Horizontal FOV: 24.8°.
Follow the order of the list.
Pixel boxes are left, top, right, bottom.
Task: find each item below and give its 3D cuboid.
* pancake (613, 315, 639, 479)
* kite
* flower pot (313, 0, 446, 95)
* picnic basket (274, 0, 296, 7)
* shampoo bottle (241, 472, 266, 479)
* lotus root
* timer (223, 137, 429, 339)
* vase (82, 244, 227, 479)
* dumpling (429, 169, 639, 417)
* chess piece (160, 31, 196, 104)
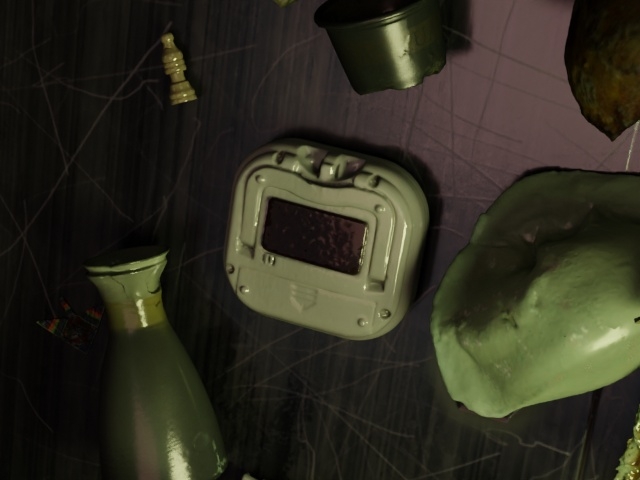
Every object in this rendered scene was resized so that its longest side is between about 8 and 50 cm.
[{"bbox_3d":[0.463,0.192,1.644,0.067,0.304,0.427,-131,42,-52],"label":"pancake"},{"bbox_3d":[-0.348,0.120,2.074,0.122,0.004,0.090,-21,98,26],"label":"kite"},{"bbox_3d":[0.080,-0.240,1.717,0.157,0.157,0.107,-5,117,23],"label":"flower pot"},{"bbox_3d":[-0.024,-0.401,1.707,0.154,0.134,0.196,43,117,0],"label":"picnic basket"},{"bbox_3d":[-0.030,0.378,1.994,0.192,0.074,0.074,25,114,13],"label":"shampoo bottle"},{"bbox_3d":[0.368,-0.271,1.580,0.142,0.210,0.314,37,103,-6],"label":"lotus root"},{"bbox_3d":[0.000,0.000,1.852,0.262,0.087,0.237,15,111,16],"label":"timer"},{"bbox_3d":[-0.235,0.174,1.970,0.173,0.173,0.321,-6,98,23],"label":"vase"},{"bbox_3d":[0.296,0.075,1.701,0.270,0.320,0.212,43,149,50],"label":"dumpling"},{"bbox_3d":[-0.189,-0.224,1.886,0.035,0.035,0.092,-11,99,24],"label":"chess piece"}]
